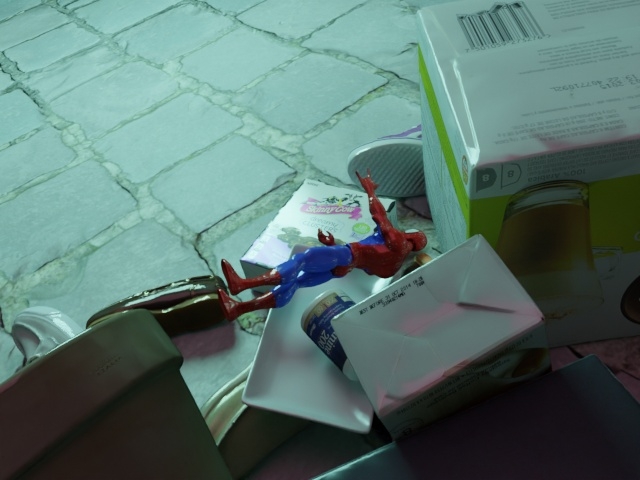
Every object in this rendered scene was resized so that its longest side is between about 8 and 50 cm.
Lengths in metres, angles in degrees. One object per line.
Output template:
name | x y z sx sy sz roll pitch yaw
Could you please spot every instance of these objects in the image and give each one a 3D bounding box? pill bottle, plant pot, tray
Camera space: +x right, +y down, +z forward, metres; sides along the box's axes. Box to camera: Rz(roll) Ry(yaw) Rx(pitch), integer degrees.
pill bottle | 0.038 0.115 0.788 0.067 0.067 0.120 -33 56 -21
plant pot | -0.196 0.269 0.637 0.323 0.323 0.280 -40 84 -27
tray | 0.006 0.113 0.857 0.145 0.030 0.270 13 42 3

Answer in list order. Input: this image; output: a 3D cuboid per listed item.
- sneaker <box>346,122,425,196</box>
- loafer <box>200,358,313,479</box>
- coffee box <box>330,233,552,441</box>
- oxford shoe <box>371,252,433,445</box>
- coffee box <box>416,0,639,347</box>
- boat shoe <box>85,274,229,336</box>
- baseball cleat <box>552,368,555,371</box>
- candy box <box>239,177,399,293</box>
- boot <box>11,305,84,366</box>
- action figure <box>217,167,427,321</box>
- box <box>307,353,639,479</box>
sneaker | 0.172 -0.160 1.182 0.282 0.102 0.161 -6 38 -8
loafer | -0.062 0.202 0.836 0.092 0.102 0.268 11 46 32
coffee box | 0.122 0.127 0.609 0.141 0.246 0.098 -30 50 1
oxford shoe | 0.113 0.159 0.825 0.132 0.130 0.364 -12 42 9
coffee box | 0.319 -0.096 0.892 0.337 0.334 0.338 -9 44 3
boat shoe | -0.234 0.102 1.013 0.207 0.073 0.073 -11 40 -9
baseball cleat | 0.266 0.203 0.793 0.109 0.072 0.206 -42 44 -10
candy box | 0.003 0.006 1.054 0.164 0.070 0.196 15 50 27
boot | -0.362 0.174 0.924 0.258 0.095 0.123 22 30 31
action figure | 0.000 0.000 0.886 0.280 0.091 0.139 -11 55 -22
box | 0.130 0.290 0.550 0.296 0.294 0.183 -22 43 -9
